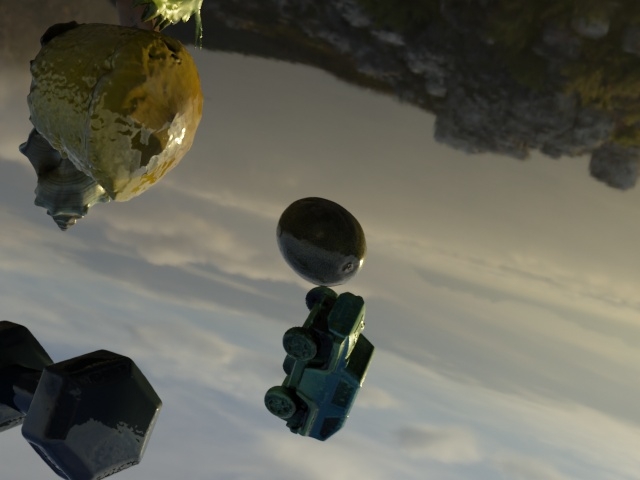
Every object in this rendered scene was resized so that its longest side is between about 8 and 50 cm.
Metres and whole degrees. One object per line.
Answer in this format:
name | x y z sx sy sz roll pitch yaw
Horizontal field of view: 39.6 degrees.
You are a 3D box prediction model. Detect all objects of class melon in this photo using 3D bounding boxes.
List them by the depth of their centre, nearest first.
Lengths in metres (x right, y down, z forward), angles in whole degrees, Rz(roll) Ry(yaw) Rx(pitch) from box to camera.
melon | 0.000 0.000 1.037 0.098 0.098 0.130 16 -159 -36

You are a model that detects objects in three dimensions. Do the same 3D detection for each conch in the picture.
conch | -0.376 -0.115 1.322 0.137 0.234 0.114 12 -158 22

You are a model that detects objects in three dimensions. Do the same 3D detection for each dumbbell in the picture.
dumbbell | -0.351 0.195 1.115 0.325 0.144 0.160 6 -167 43

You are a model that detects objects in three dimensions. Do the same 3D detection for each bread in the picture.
bread | -0.226 -0.149 0.983 0.170 0.197 0.197 21 -179 27

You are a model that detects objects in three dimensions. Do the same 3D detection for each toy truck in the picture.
toy truck | 0.006 0.223 1.600 0.156 0.279 0.155 23 -143 6

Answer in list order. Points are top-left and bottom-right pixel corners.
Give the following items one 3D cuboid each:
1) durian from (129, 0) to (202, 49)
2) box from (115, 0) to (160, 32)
durian | -0.136 -0.399 0.954 0.169 0.355 0.157 19 -170 -23
box | -0.226 -0.256 1.125 0.048 0.115 0.025 -10 -178 20
